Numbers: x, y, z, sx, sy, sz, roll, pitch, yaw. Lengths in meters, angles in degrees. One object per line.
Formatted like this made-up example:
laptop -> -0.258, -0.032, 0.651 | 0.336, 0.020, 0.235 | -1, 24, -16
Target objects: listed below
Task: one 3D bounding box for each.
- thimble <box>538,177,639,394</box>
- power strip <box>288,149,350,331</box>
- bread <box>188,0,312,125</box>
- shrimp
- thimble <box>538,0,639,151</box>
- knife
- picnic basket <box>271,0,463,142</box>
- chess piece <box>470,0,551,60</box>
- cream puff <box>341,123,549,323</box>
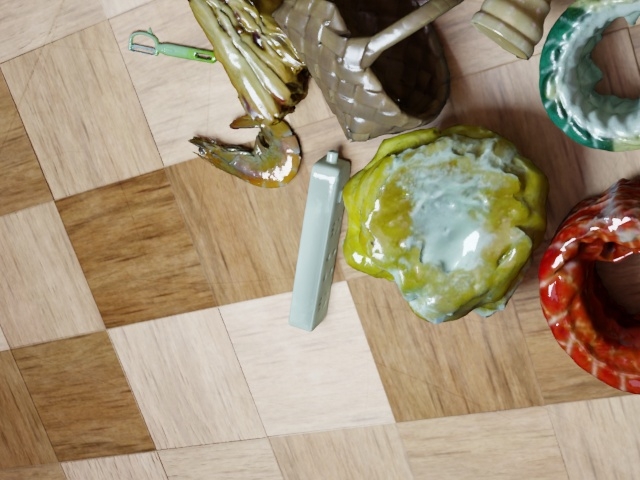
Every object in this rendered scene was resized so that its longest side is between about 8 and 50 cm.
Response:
thimble -> 0.550, 0.074, 1.611 | 0.350, 0.230, 0.350 | 9, 113, 21
power strip -> 0.000, 0.000, 1.924 | 0.062, 0.091, 0.385 | 17, 115, 17
bread -> -0.110, -0.381, 1.751 | 0.167, 0.277, 0.324 | -27, 97, 8
shrimp -> -0.154, -0.186, 1.945 | 0.249, 0.068, 0.150 | 8, 100, 17
thimble -> 0.490, -0.292, 1.535 | 0.254, 0.167, 0.288 | 17, 116, 18
knife -> -0.302, -0.399, 1.959 | 0.212, 0.015, 0.054 | 15, 107, 21
picnic basket -> 0.136, -0.362, 1.597 | 0.337, 0.293, 0.337 | 16, 125, 24
chess piece -> 0.393, -0.480, 1.501 | 0.117, 0.117, 0.397 | 35, 98, 9
cream puff -> 0.216, -0.036, 1.706 | 0.378, 0.275, 0.378 | 1, 106, 3
